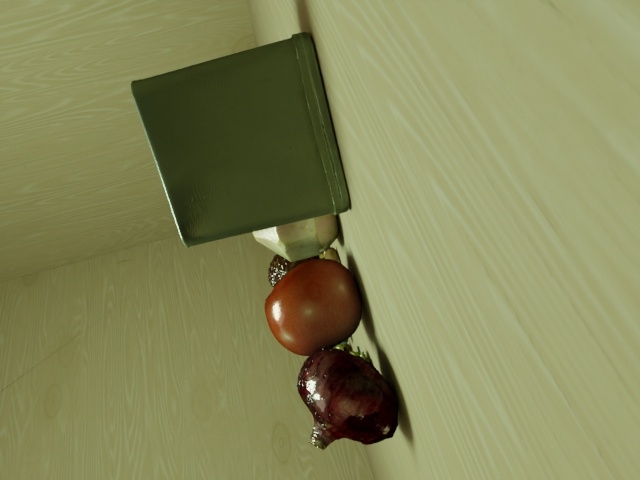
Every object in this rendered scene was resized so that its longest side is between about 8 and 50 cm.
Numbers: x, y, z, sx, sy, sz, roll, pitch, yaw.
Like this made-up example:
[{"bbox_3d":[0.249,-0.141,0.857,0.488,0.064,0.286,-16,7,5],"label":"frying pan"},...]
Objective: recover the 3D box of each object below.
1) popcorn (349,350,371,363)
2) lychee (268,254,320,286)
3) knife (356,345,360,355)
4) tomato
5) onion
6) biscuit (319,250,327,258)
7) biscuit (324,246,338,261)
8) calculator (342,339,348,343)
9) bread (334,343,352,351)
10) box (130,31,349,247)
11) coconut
[{"bbox_3d":[0.087,0.392,1.300,0.162,0.135,0.142,171,91,-88],"label":"popcorn"},{"bbox_3d":[-0.071,0.107,1.756,0.271,0.271,0.272,165,90,-86],"label":"lychee"},{"bbox_3d":[0.155,0.477,1.508,0.072,0.019,0.246,84,173,-77],"label":"knife"},{"bbox_3d":[-0.016,0.166,1.130,0.225,0.255,0.256,58,171,16],"label":"tomato"},{"bbox_3d":[0.051,0.364,1.007,0.252,0.219,0.252,30,166,8],"label":"onion"},{"bbox_3d":[0.000,-0.001,1.632,0.154,0.045,0.299,83,170,-60],"label":"biscuit"},{"bbox_3d":[0.059,0.139,1.348,0.208,0.047,0.164,-111,6,-51],"label":"biscuit"},{"bbox_3d":[0.060,0.297,1.725,0.121,0.039,0.210,49,-161,-52],"label":"calculator"},{"bbox_3d":[0.104,0.527,1.858,0.087,0.098,0.270,15,131,35],"label":"bread"},{"bbox_3d":[-0.151,-0.192,0.921,0.177,0.343,0.352,-112,7,-75],"label":"box"},{"bbox_3d":[-0.071,-0.043,1.205,0.237,0.236,0.198,101,152,-80],"label":"coconut"}]
